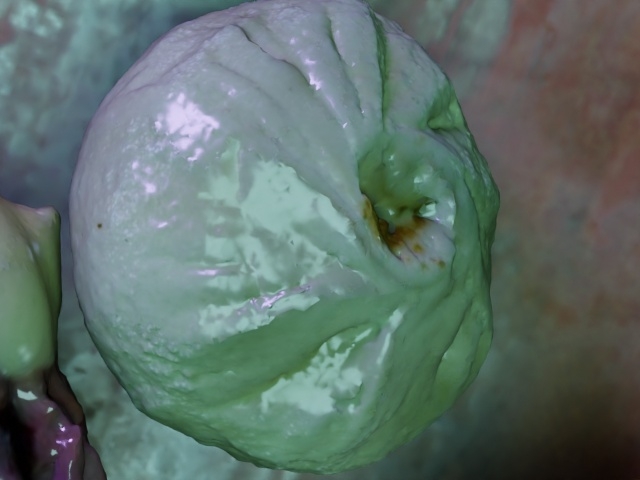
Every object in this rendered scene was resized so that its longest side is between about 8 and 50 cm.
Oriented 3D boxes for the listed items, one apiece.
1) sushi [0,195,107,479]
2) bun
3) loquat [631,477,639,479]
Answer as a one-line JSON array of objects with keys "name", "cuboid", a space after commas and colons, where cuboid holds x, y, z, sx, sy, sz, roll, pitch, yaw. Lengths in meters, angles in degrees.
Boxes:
[{"name": "sushi", "cuboid": [-0.202, 0.051, 0.677, 0.236, 0.171, 0.270, -24, 101, -6]}, {"name": "bun", "cuboid": [0.000, 0.000, 0.705, 0.195, 0.118, 0.195, 1, 89, -45]}, {"name": "loquat", "cuboid": [0.168, 0.256, 0.730, 0.328, 0.328, 0.328, -3, 102, -11]}]
